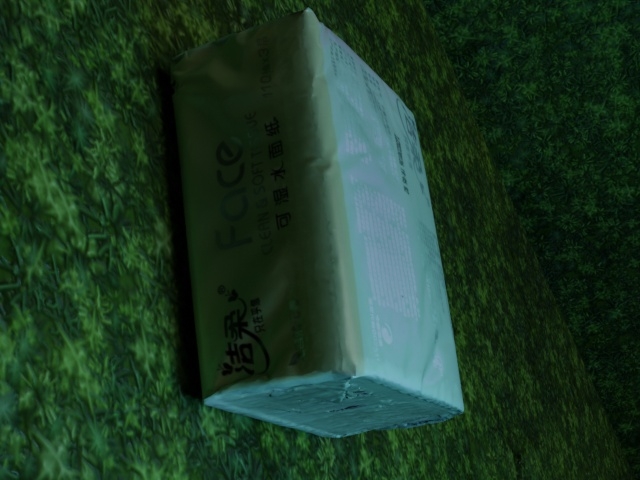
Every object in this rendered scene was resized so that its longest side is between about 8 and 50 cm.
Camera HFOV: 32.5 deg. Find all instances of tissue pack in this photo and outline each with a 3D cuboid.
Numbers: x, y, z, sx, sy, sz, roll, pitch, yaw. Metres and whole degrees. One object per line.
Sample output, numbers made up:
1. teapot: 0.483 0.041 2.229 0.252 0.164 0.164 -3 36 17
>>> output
1. tissue pack: 0.000 0.000 1.243 0.331 0.205 0.405 33 45 -60
